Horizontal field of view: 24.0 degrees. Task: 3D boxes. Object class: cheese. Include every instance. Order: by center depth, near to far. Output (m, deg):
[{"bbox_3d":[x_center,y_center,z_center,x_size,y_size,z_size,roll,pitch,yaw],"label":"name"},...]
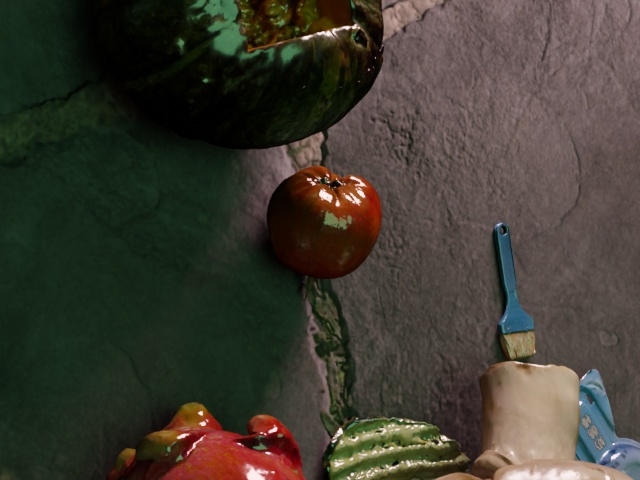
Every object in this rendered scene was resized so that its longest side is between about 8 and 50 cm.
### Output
[{"bbox_3d":[0.355,0.284,1.820,0.135,0.052,0.244,-40,105,-32],"label":"cheese"}]

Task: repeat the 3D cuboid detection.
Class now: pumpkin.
[{"bbox_3d":[-0.079,-0.245,1.520,0.321,0.192,0.320,4,83,-30],"label":"pumpkin"}]

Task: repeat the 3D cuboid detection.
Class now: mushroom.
[{"bbox_3d":[0.205,0.276,1.613,0.293,0.292,0.290,11,59,-31],"label":"mushroom"}]

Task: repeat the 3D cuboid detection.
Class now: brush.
[{"bbox_3d":[0.225,0.060,1.785,0.051,0.014,0.164,-6,87,-35],"label":"brush"}]

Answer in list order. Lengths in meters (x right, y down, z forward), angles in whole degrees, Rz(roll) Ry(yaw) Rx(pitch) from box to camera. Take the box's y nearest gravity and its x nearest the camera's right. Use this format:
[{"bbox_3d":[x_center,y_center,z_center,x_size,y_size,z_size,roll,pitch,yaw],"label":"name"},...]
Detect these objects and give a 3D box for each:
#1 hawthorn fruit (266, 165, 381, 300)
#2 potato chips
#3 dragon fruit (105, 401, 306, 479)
[{"bbox_3d":[0.006,-0.012,1.590,0.125,0.125,0.140,6,80,-32],"label":"hawthorn fruit"},{"bbox_3d":[0.087,0.237,1.667,0.208,0.028,0.091,0,84,-33],"label":"potato chips"},{"bbox_3d":[-0.070,0.294,1.425,0.307,0.243,0.227,39,79,3],"label":"dragon fruit"}]
